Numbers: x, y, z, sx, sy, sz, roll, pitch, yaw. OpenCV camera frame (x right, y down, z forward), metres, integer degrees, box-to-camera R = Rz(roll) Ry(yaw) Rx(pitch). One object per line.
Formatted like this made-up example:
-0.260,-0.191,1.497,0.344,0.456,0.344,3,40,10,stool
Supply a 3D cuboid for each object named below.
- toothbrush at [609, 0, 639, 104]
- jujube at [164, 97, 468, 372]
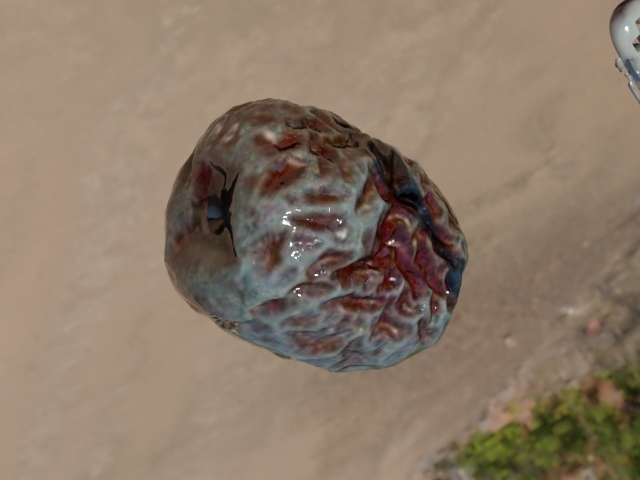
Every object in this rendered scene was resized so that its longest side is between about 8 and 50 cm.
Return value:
0.265,0.024,0.894,0.042,0.418,0.040,-48,-151,-21,toothbrush
0.000,0.000,1.367,0.226,0.226,0.317,-41,145,23,jujube
